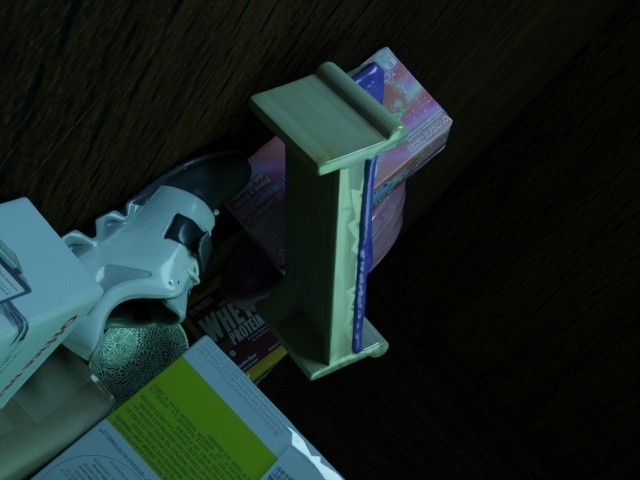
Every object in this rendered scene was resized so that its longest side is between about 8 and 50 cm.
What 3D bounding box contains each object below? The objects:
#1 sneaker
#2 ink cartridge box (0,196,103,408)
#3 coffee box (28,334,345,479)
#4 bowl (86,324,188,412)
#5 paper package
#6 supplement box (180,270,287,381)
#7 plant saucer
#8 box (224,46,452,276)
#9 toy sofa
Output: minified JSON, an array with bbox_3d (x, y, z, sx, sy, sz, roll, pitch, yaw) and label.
[{"bbox_3d":[-0.178,0.020,1.351,0.330,0.146,0.122,-38,171,-33],"label":"sneaker"},{"bbox_3d":[-0.346,0.095,0.984,0.211,0.121,0.289,-44,173,25],"label":"ink cartridge box"},{"bbox_3d":[-0.167,0.383,1.461,0.334,0.338,0.337,-40,170,-25],"label":"coffee box"},{"bbox_3d":[-0.292,0.172,1.831,0.170,0.080,0.170,-16,117,-34],"label":"bowl"},{"bbox_3d":[-0.438,0.253,1.312,0.309,0.168,0.325,-43,173,19],"label":"paper package"},{"bbox_3d":[-0.185,0.192,2.179,0.129,0.191,0.194,-35,170,-36],"label":"supplement box"},{"bbox_3d":[0.000,0.000,1.837,0.332,0.084,0.332,-33,-159,15],"label":"plant saucer"},{"bbox_3d":[0.019,-0.101,1.632,0.300,0.142,0.154,-40,172,-4],"label":"box"},{"bbox_3d":[0.028,-0.022,1.438,0.177,0.150,0.362,-22,137,-24],"label":"toy sofa"}]
